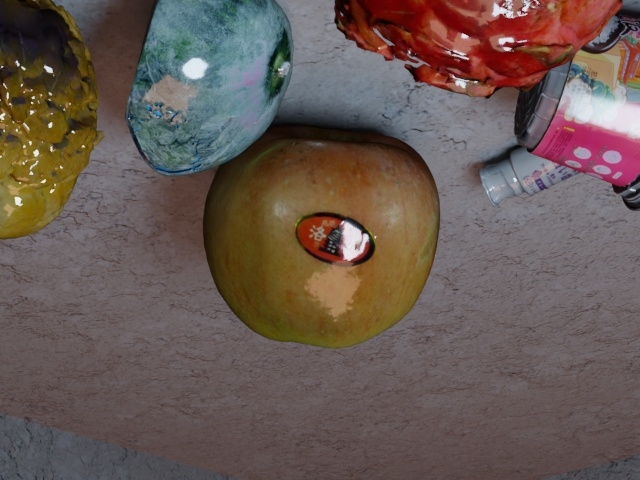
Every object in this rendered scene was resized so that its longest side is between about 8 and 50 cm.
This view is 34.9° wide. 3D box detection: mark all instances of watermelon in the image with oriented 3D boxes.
[{"bbox_3d":[-0.124,-0.181,1.257,0.175,0.188,0.322,0,156,10],"label":"watermelon"}]

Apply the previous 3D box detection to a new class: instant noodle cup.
[{"bbox_3d":[0.350,-0.181,1.265,0.181,0.258,0.302,15,143,-2],"label":"instant noodle cup"}]

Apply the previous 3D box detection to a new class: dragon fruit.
[{"bbox_3d":[0.163,-0.287,0.996,0.295,0.296,0.301,14,143,-27],"label":"dragon fruit"}]

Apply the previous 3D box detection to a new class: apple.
[{"bbox_3d":[0.000,0.000,1.422,0.338,0.305,0.338,6,-169,-1],"label":"apple"}]

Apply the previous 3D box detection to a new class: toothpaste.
[{"bbox_3d":[0.384,-0.136,1.508,0.299,0.073,0.114,-24,145,20],"label":"toothpaste"}]

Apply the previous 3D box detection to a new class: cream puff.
[{"bbox_3d":[-0.384,-0.172,1.121,0.231,0.327,0.343,-29,101,34],"label":"cream puff"}]
